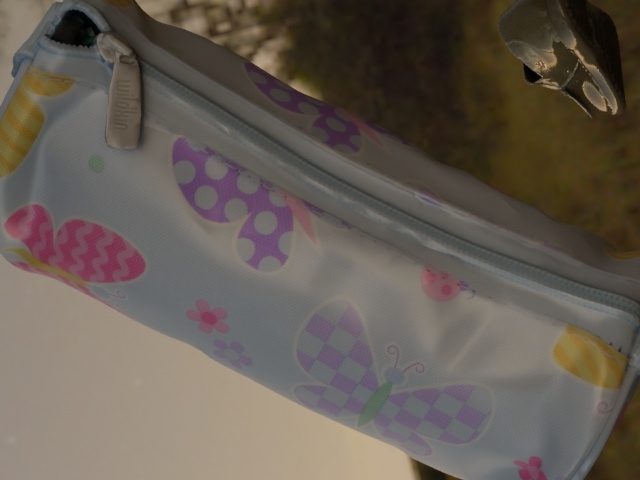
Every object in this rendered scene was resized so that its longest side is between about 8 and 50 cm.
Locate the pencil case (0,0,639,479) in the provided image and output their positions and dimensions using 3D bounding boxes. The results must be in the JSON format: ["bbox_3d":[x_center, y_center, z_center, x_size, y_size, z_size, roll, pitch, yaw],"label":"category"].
[{"bbox_3d":[0.000,0.000,0.701,0.113,0.273,0.124,-61,-3,-45],"label":"pencil case"}]

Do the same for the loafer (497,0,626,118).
[{"bbox_3d":[0.144,-0.113,1.051,0.148,0.050,0.056,41,-137,-59],"label":"loafer"}]
